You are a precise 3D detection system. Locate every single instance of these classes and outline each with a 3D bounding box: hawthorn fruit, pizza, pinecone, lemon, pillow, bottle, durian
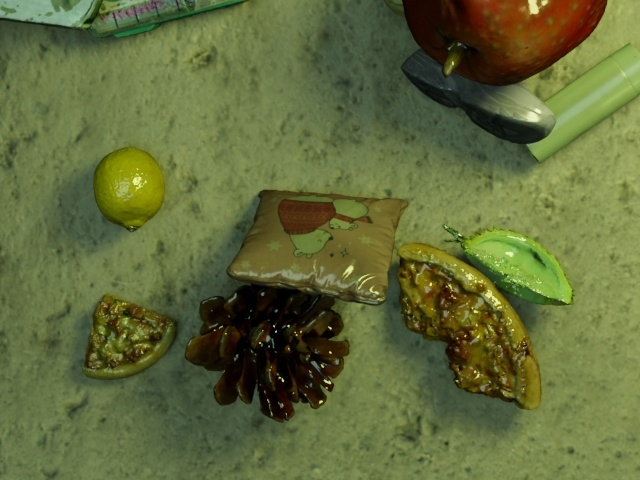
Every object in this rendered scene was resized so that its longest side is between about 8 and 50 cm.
[{"bbox_3d":[0.232,-0.329,1.637,0.275,0.275,0.300,33,74,4],"label":"hawthorn fruit"},{"bbox_3d":[-0.313,0.149,1.959,0.175,0.046,0.134,-37,90,12],"label":"pizza"},{"bbox_3d":[-0.069,0.156,1.843,0.229,0.202,0.201,-52,54,12],"label":"pinecone"},{"bbox_3d":[0.209,0.131,1.833,0.305,0.085,0.161,48,121,1],"label":"pizza"},{"bbox_3d":[-0.288,-0.078,1.897,0.109,0.109,0.133,-12,80,11],"label":"lemon"},{"bbox_3d":[0.000,0.000,1.816,0.236,0.223,0.084,7,129,5],"label":"pillow"},{"bbox_3d":[0.374,-0.194,1.790,0.201,0.072,0.072,-35,90,11],"label":"bottle"},{"bbox_3d":[0.274,0.033,1.820,0.215,0.100,0.086,29,99,13],"label":"durian"}]

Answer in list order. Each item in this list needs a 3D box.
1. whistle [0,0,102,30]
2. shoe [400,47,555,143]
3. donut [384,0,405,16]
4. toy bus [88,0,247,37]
[{"bbox_3d":[-0.508,-0.409,1.825,0.404,0.188,0.168,16,99,30],"label":"whistle"},{"bbox_3d":[0.242,-0.234,1.772,0.245,0.095,0.138,33,88,30],"label":"shoe"},{"bbox_3d":[0.138,-0.397,1.798,0.108,0.065,0.166,23,94,49],"label":"donut"},{"bbox_3d":[-0.234,-0.372,1.866,0.261,0.091,0.109,-12,101,12],"label":"toy bus"}]
